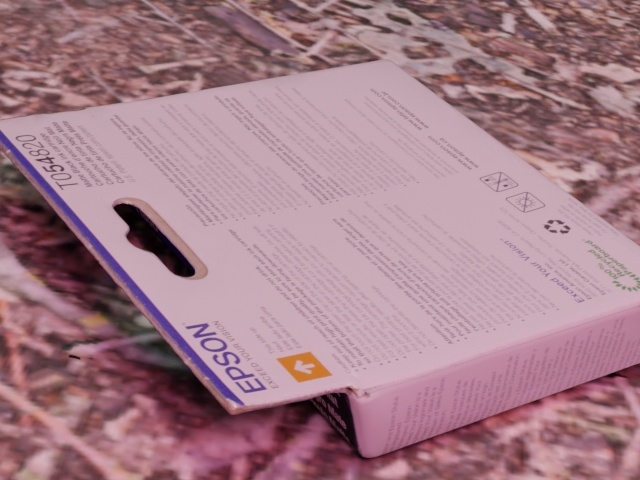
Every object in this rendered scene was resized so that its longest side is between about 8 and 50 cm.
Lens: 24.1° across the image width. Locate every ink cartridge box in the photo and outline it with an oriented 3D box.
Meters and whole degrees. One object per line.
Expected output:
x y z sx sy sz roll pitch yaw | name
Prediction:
0.000 0.000 0.636 0.224 0.045 0.223 -12 38 -32 | ink cartridge box
